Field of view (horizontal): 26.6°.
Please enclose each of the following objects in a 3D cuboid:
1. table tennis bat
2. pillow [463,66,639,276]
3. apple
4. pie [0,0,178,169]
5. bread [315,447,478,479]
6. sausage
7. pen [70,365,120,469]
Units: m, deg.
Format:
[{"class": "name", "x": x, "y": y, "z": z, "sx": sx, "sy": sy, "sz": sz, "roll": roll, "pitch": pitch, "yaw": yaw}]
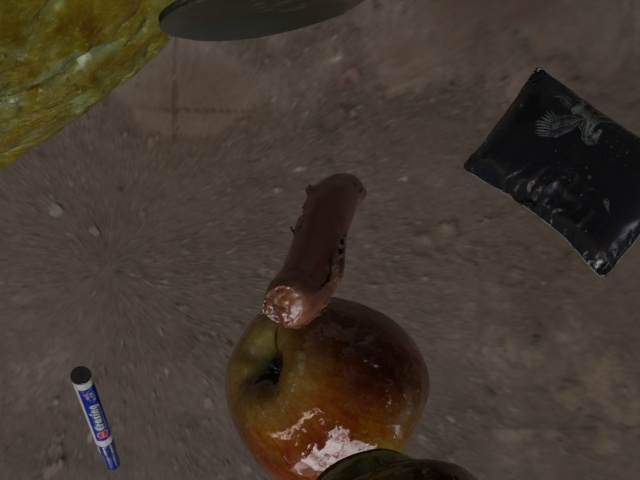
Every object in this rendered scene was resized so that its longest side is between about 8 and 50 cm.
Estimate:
[{"class": "table tennis bat", "x": -0.008, "y": -0.175, "z": 0.948, "sx": 0.234, "sy": 0.131, "sz": 0.022, "roll": -11, "pitch": 83, "yaw": 34}, {"class": "pillow", "x": 0.257, "y": -0.074, "z": 1.371, "sx": 0.208, "sy": 0.055, "sz": 0.141, "roll": 42, "pitch": 98, "yaw": 31}, {"class": "apple", "x": -0.002, "y": 0.205, "z": 1.848, "sx": 0.250, "sy": 0.309, "sz": 0.277, "roll": 35, "pitch": 69, "yaw": -10}, {"class": "pie", "x": -0.301, "y": -0.175, "z": 1.114, "sx": 0.395, "sy": 0.418, "sz": 0.180, "roll": -27, "pitch": 70, "yaw": 0}, {"class": "bread", "x": 0.110, "y": 0.369, "z": 1.441, "sx": 0.300, "sy": 0.210, "sz": 0.341, "roll": 21, "pitch": 44, "yaw": -25}, {"class": "sausage", "x": -0.001, "y": 0.000, "z": 1.567, "sx": 0.078, "sy": 0.304, "sz": 0.078, "roll": 7, "pitch": 125, "yaw": 10}, {"class": "pen", "x": -0.263, "y": 0.214, "z": 1.598, "sx": 0.025, "sy": 0.204, "sz": 0.025, "roll": -2, "pitch": 51, "yaw": 3}]
